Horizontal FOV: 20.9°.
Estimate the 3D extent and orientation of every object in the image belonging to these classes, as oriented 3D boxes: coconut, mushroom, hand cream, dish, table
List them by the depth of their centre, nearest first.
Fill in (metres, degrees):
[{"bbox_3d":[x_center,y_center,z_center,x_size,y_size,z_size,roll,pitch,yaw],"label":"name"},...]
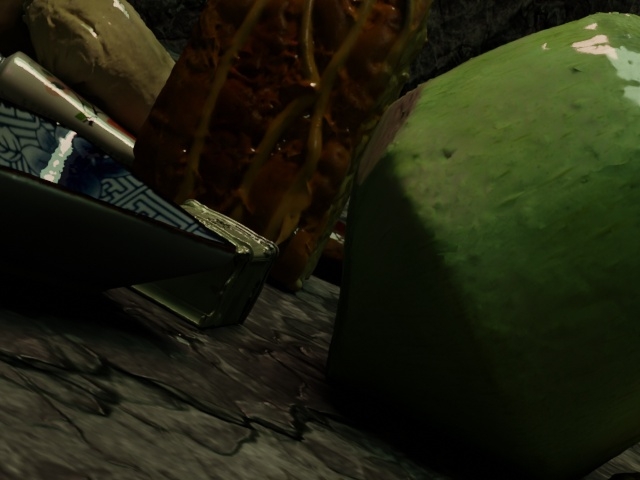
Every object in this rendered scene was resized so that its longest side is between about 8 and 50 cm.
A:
[{"bbox_3d":[-0.188,-0.028,1.010,0.182,0.080,0.243,36,8,35],"label":"dish"},{"bbox_3d":[0.144,0.013,1.169,0.328,0.328,0.281,17,39,-54],"label":"coconut"},{"bbox_3d":[-0.083,0.014,1.173,0.079,0.062,0.083,28,7,13],"label":"table"},{"bbox_3d":[0.000,0.000,1.637,0.123,0.052,0.123,29,4,-2],"label":"mushroom"},{"bbox_3d":[-0.223,-0.111,1.664,0.234,0.050,0.080,32,2,-8],"label":"hand cream"}]

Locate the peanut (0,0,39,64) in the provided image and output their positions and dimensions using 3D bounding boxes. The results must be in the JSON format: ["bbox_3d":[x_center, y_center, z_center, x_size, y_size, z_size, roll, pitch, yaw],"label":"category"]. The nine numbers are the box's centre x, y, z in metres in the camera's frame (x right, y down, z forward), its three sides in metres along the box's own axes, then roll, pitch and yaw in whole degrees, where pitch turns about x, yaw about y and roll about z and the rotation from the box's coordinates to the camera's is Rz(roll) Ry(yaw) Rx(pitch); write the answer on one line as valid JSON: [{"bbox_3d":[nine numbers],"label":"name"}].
[{"bbox_3d":[-0.339,-0.248,1.858,0.129,0.129,0.224,31,2,30],"label":"peanut"}]

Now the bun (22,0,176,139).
[{"bbox_3d":[-0.224,-0.180,1.752,0.237,0.116,0.210,45,-7,20],"label":"bun"}]

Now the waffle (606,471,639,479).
[{"bbox_3d":[0.314,0.231,1.110,0.301,0.058,0.281,19,10,-38],"label":"waffle"}]

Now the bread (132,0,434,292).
[{"bbox_3d":[-0.034,-0.119,1.458,0.185,0.274,0.114,28,7,12],"label":"bread"}]
